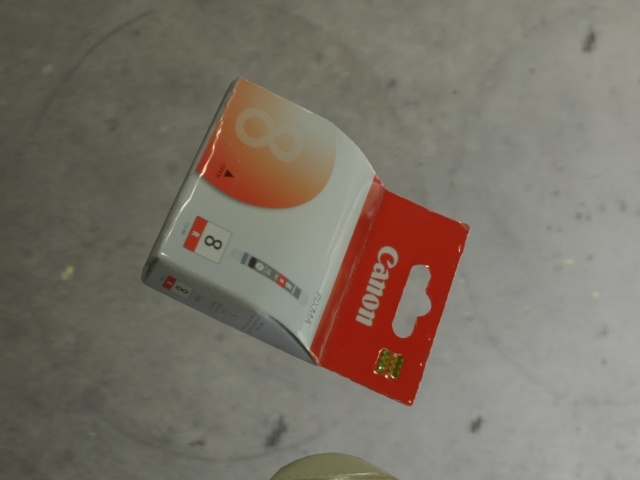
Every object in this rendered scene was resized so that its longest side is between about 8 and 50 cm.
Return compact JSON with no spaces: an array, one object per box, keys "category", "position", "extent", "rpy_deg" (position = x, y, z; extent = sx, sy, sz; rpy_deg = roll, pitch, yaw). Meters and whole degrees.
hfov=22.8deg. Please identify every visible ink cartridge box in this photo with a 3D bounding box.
[{"category":"ink cartridge box","position":[0.000,0.000,0.954],"extent":[0.179,0.045,0.145],"rpy_deg":[24,56,-4]}]

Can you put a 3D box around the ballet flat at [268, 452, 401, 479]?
[{"category":"ballet flat","position":[0.067,0.177,0.563],"extent":[0.248,0.086,0.086],"rpy_deg":[40,69,-8]}]
